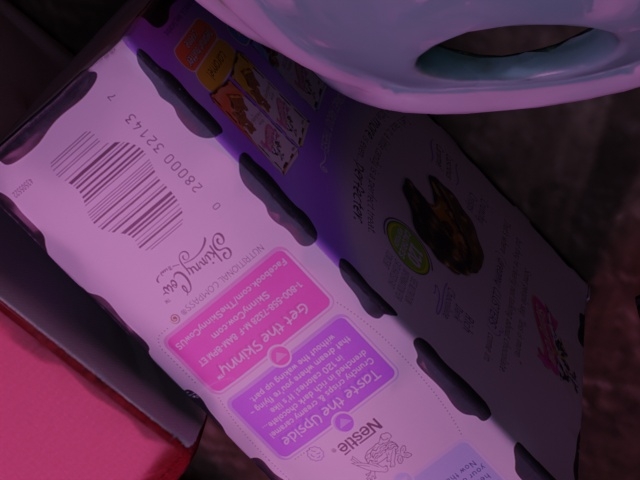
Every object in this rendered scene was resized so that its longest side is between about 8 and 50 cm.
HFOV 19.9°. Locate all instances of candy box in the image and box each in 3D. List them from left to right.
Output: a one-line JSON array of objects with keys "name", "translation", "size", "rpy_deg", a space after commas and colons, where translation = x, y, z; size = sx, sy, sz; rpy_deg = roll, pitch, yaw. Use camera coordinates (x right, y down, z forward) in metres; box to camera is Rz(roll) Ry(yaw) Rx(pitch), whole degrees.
[{"name": "candy box", "translation": [0.000, 0.000, 0.599], "size": [0.070, 0.165, 0.196], "rpy_deg": [-39, 102, 22]}]

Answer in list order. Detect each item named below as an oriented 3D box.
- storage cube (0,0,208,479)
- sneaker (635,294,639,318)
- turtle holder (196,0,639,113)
[{"name": "storage cube", "translation": [-0.155, 0.034, 0.627], "size": [0.215, 0.183, 0.193], "rpy_deg": [41, 112, -9]}, {"name": "sneaker", "translation": [0.218, 0.130, 0.657], "size": [0.124, 0.107, 0.283], "rpy_deg": [-20, 108, 10]}, {"name": "turtle holder", "translation": [0.074, -0.170, 0.500], "size": [0.320, 0.243, 0.227], "rpy_deg": [-22, 131, -14]}]
